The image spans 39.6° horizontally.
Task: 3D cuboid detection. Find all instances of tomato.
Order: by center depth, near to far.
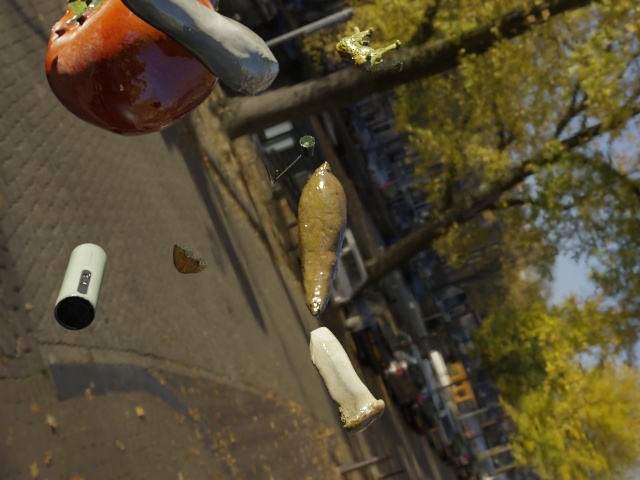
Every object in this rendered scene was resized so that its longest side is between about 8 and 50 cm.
[{"bbox_3d":[-0.348,-0.358,1.681,0.273,0.341,0.341,47,19,-35],"label":"tomato"}]

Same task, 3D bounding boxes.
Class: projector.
[{"bbox_3d":[-0.654,0.122,2.436,0.337,0.108,0.108,-108,174,-65],"label":"projector"}]

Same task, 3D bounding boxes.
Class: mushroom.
[{"bbox_3d":[-0.203,-0.347,1.455,0.351,0.097,0.109,29,17,-33],"label":"mushroom"},{"bbox_3d":[0.039,0.245,1.604,0.209,0.084,0.071,59,-7,24],"label":"mushroom"}]

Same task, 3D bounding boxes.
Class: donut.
[{"bbox_3d":[-0.266,0.039,1.838,0.038,0.083,0.067,18,68,-47],"label":"donut"}]

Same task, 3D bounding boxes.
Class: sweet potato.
[{"bbox_3d":[-0.001,0.004,2.245,0.130,0.131,0.422,56,36,-63],"label":"sweet potato"}]

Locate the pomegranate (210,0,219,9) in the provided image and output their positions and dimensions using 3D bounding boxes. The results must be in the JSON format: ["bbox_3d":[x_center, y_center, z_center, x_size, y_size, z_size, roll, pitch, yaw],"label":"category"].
[{"bbox_3d":[-0.375,-0.584,2.008,0.319,0.319,0.319,-21,90,-83],"label":"pomegranate"}]

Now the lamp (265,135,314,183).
[{"bbox_3d":[-0.060,-0.169,1.882,0.041,0.121,0.054,41,-25,29],"label":"lamp"}]

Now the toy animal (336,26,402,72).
[{"bbox_3d":[0.089,-0.428,1.996,0.181,0.136,0.073,42,-41,37],"label":"toy animal"}]
